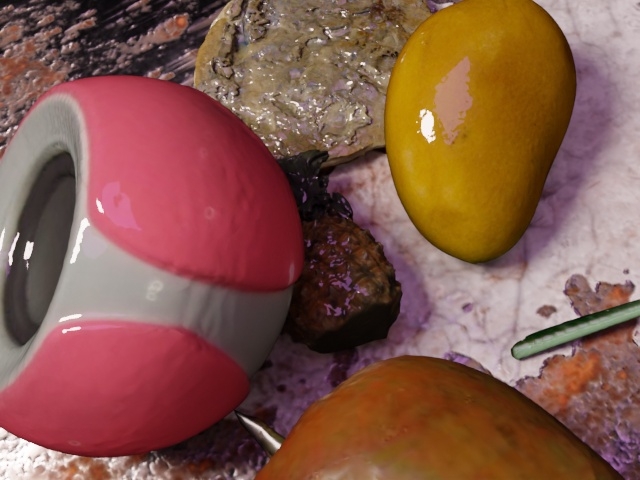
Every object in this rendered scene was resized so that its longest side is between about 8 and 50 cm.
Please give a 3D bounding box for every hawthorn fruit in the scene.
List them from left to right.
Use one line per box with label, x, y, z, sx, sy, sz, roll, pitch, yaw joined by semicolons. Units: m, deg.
hawthorn fruit;0.059;0.205;0.569;0.268;0.268;0.301;-42;67;-16

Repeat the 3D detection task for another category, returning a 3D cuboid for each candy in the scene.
candy;0.322;0.050;0.735;0.323;0.097;0.097;-19;64;4

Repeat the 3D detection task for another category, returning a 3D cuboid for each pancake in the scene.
pancake;-0.001;-0.192;0.876;0.282;0.049;0.282;-1;65;3

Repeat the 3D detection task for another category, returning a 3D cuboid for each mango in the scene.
mango;0.142;-0.114;0.772;0.175;0.139;0.255;26;70;-10

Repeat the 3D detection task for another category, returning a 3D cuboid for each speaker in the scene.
speaker;-0.156;0.026;0.651;0.294;0.294;0.294;-1;64;2

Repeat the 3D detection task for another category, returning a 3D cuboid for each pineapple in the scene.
pineapple;0.000;0.000;0.750;0.108;0.108;0.198;-17;65;-6
